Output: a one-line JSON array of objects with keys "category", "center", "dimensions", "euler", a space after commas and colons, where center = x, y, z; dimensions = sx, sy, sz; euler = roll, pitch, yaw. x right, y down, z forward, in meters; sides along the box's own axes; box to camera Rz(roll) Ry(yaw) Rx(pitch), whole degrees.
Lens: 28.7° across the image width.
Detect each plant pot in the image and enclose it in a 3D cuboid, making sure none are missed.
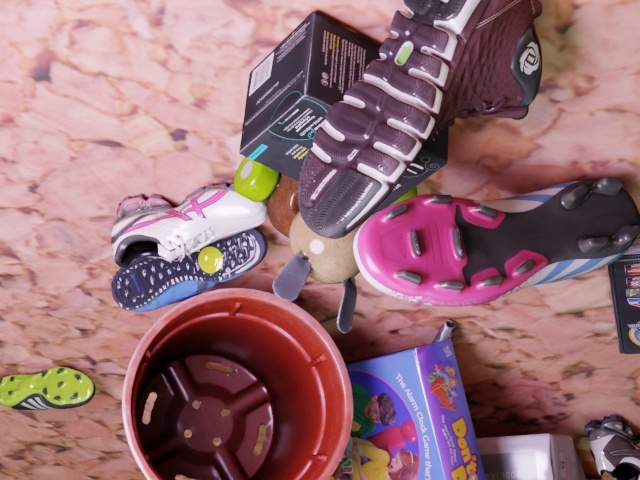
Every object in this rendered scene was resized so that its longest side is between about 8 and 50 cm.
[{"category": "plant pot", "center": [-0.125, 0.217, 1.566], "dimensions": [0.272, 0.273, 0.265], "euler": [13, 164, -11]}]

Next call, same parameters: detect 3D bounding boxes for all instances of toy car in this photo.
[{"category": "toy car", "center": [0.000, 0.000, 1.282], "dimensions": [0.155, 0.188, 0.149], "euler": [27, 141, -29]}]

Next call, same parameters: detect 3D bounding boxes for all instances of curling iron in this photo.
[{"category": "curling iron", "center": [0.135, 0.189, 1.680], "dimensions": [0.035, 0.068, 0.274], "euler": [13, 141, 0]}]

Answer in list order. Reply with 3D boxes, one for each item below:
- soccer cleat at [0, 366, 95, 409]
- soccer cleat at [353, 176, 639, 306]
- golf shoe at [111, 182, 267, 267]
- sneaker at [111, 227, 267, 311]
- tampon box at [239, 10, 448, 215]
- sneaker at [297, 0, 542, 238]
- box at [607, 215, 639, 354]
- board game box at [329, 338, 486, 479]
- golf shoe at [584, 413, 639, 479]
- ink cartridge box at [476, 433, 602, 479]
[{"category": "soccer cleat", "center": [-0.391, 0.219, 1.809], "dimensions": [0.178, 0.060, 0.072], "euler": [-5, 156, 27]}, {"category": "soccer cleat", "center": [0.171, 0.015, 1.271], "dimensions": [0.331, 0.116, 0.143], "euler": [-8, 163, -25]}, {"category": "golf shoe", "center": [-0.144, -0.010, 1.386], "dimensions": [0.186, 0.086, 0.067], "euler": [-9, 143, 19]}, {"category": "sneaker", "center": [-0.146, 0.029, 1.479], "dimensions": [0.209, 0.069, 0.082], "euler": [-21, 171, 23]}, {"category": "tampon box", "center": [0.024, -0.116, 1.179], "dimensions": [0.161, 0.102, 0.120], "euler": [23, 144, -26]}, {"category": "sneaker", "center": [0.108, -0.107, 1.080], "dimensions": [0.162, 0.106, 0.281], "euler": [24, 101, -42]}, {"category": "box", "center": [0.463, 0.047, 1.401], "dimensions": [0.270, 0.060, 0.216], "euler": [-4, 145, 15]}, {"category": "board game box", "center": [0.099, 0.320, 1.607], "dimensions": [0.233, 0.347, 0.078], "euler": [-17, 174, 42]}, {"category": "golf shoe", "center": [0.456, 0.324, 1.800], "dimensions": [0.198, 0.094, 0.077], "euler": [23, 142, -28]}, {"category": "ink cartridge box", "center": [0.233, 0.336, 1.846], "dimensions": [0.308, 0.091, 0.385], "euler": [-9, 170, 21]}]
